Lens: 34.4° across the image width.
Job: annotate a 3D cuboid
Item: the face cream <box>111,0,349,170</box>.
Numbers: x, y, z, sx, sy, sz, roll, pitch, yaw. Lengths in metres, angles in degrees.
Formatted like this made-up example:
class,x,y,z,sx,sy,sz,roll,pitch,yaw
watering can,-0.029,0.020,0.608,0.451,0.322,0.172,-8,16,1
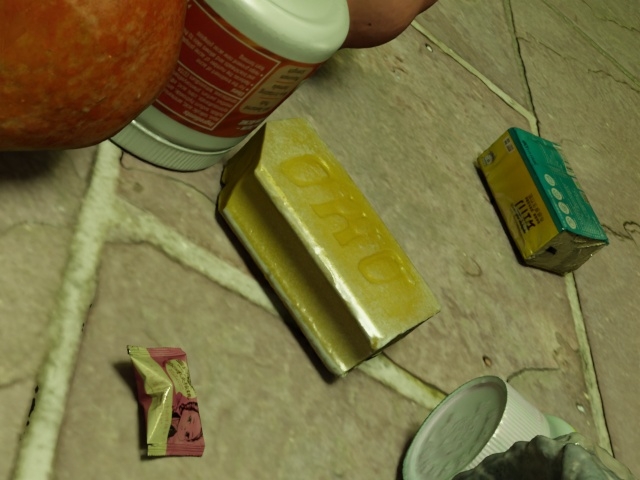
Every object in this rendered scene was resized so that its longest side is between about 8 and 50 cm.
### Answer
class,x,y,z,sx,sy,sz,roll,pitch,yaw
face cream,-0.104,-0.192,0.906,0.201,0.187,0.201,32,36,-27

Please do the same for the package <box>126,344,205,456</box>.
class,x,y,z,sx,sy,sz,roll,pitch,yaw
package,-0.109,0.113,0.735,0.059,0.029,0.083,13,57,-54

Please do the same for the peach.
class,x,y,z,sx,sy,sz,roll,pitch,yaw
peach,-0.223,-0.173,0.709,0.257,0.232,0.232,14,46,-55

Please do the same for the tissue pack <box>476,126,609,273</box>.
class,x,y,z,sx,sy,sz,roll,pitch,yaw
tissue pack,0.287,-0.050,1.344,0.120,0.082,0.169,12,48,-44

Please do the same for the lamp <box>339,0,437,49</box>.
class,x,y,z,sx,sy,sz,roll,pitch,yaw
lamp,0.005,-0.343,1.149,0.306,0.239,0.305,1,72,-3

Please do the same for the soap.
class,x,y,z,sx,sy,sz,roll,pitch,yaw
soap,0.000,0.000,0.945,0.232,0.073,0.140,55,28,9

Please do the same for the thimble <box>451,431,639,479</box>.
class,x,y,z,sx,sy,sz,roll,pitch,yaw
thimble,0.154,0.260,0.716,0.172,0.236,0.205,37,1,-18

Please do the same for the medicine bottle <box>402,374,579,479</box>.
class,x,y,z,sx,sy,sz,roll,pitch,yaw
medicine bottle,0.191,0.231,0.881,0.225,0.139,0.139,42,33,-14
